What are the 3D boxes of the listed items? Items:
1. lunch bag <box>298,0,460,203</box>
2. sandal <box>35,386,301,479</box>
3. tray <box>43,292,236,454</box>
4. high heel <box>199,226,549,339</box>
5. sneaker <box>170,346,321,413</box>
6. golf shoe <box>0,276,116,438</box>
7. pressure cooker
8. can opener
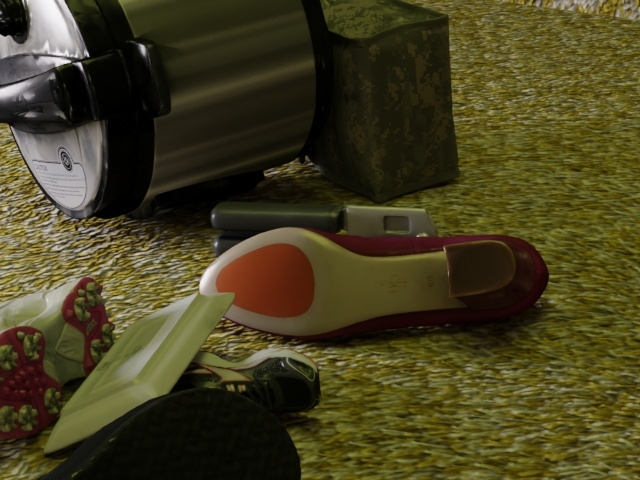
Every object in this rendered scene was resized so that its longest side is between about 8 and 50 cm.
[{"bbox_3d":[0.043,-0.210,2.565,0.169,0.235,0.287,-18,26,-27],"label":"lunch bag"},{"bbox_3d":[-0.197,0.241,1.565,0.107,0.168,0.445,-6,12,47],"label":"sandal"},{"bbox_3d":[-0.185,0.123,1.943,0.145,0.030,0.270,-26,13,22],"label":"tray"},{"bbox_3d":[0.062,0.055,2.127,0.377,0.127,0.181,0,-8,19],"label":"high heel"},{"bbox_3d":[-0.084,0.156,1.895,0.178,0.072,0.077,-5,23,29],"label":"sneaker"},{"bbox_3d":[-0.324,0.129,1.951,0.140,0.115,0.306,-7,13,20],"label":"golf shoe"},{"bbox_3d":[-0.242,-0.224,2.435,0.420,0.370,0.375,-18,60,-29],"label":"pressure cooker"},{"bbox_3d":[0.000,0.000,2.256,0.283,0.076,0.095,2,21,16],"label":"can opener"}]
